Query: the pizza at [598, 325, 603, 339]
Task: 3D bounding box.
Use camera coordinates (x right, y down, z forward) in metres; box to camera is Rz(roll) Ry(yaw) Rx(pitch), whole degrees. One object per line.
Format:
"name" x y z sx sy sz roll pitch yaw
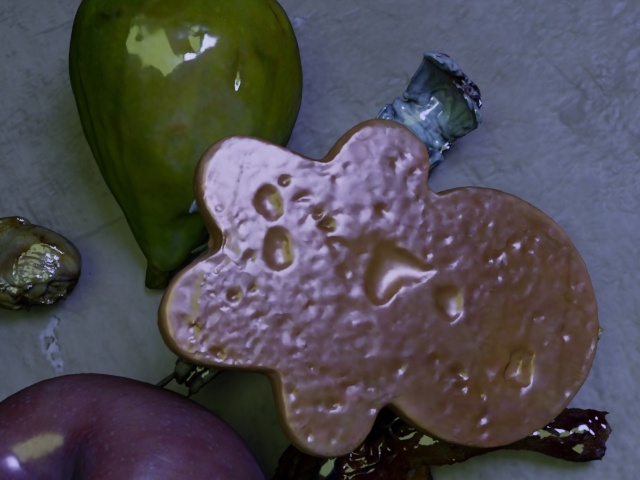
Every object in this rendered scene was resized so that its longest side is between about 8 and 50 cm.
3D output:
"pizza" 0.172 0.074 0.734 0.160 0.035 0.099 17 45 13

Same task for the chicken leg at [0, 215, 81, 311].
"chicken leg" -0.363 0.017 0.887 0.228 0.088 0.103 14 94 14

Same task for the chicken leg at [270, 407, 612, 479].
"chicken leg" 0.088 0.197 0.734 0.322 0.083 0.177 -37 80 6

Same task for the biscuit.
"biscuit" 0.056 0.041 0.658 0.355 0.052 0.275 12 81 -12

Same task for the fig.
"fig" -0.121 -0.126 0.824 0.233 0.233 0.314 -8 119 13

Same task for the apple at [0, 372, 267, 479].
"apple" -0.188 0.239 0.652 0.306 0.235 0.305 -3 42 3

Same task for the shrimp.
"shrimp" -0.003 0.003 0.764 0.221 0.166 0.410 43 76 -2
